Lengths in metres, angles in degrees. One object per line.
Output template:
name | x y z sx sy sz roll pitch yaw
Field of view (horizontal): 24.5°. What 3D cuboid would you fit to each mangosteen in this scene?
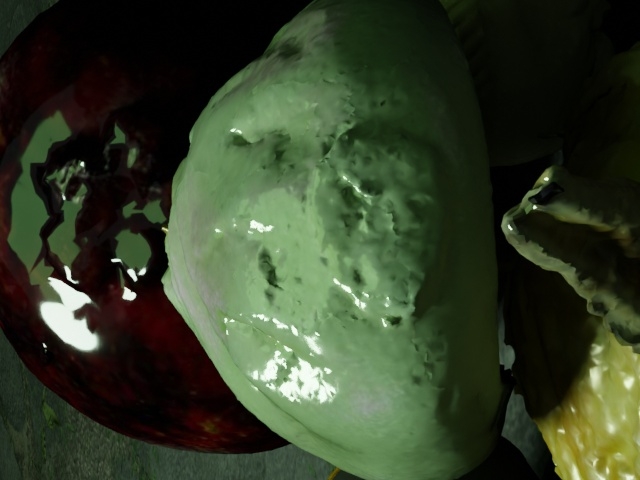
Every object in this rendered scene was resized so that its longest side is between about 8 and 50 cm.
mangosteen | -0.077 -0.047 1.136 0.421 0.381 0.381 -69 -7 -59

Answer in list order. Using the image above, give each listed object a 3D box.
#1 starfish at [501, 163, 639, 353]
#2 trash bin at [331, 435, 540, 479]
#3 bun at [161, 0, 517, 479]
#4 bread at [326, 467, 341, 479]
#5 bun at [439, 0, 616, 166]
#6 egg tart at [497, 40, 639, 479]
starfish | 0.227 0.070 0.589 0.082 0.324 0.432 -81 -7 -58
trash bin | 0.119 0.281 0.927 0.334 0.214 0.214 -114 30 -55
bun | 0.000 0.000 0.820 0.293 0.187 0.293 172 90 -90
bread | 0.072 0.303 1.198 0.271 0.077 0.139 -125 36 -47
bun | 0.108 -0.159 0.953 0.229 0.145 0.229 42 143 44
egg tart | 0.194 0.062 0.768 0.341 0.132 0.341 46 145 48
